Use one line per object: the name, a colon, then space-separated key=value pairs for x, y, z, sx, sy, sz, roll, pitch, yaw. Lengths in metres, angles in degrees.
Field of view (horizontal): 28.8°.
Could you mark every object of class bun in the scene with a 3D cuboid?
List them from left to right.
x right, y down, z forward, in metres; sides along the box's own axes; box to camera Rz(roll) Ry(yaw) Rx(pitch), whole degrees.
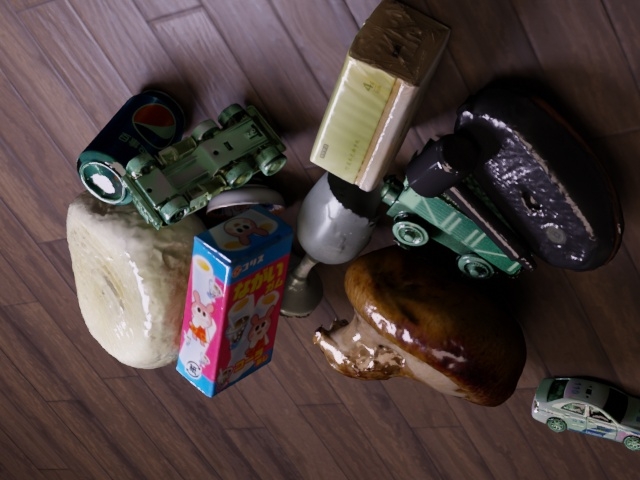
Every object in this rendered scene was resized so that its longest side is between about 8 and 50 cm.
bun: x=-0.305 y=0.049 z=2.248 sx=0.349 sy=0.227 sz=0.352 roll=58 pitch=147 yaw=23

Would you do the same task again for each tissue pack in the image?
tissue pack: x=0.086 y=-0.215 z=1.840 sx=0.125 sy=0.159 sz=0.234 roll=26 pitch=140 yaw=3

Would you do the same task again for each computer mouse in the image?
computer mouse: x=0.330 y=-0.097 z=1.853 sx=0.323 sy=0.116 sz=0.183 roll=53 pitch=143 yaw=-5

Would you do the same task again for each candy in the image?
candy: x=-0.147 y=0.105 z=2.116 sx=0.100 sy=0.157 sz=0.306 roll=36 pitch=134 yaw=28

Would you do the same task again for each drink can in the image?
drink can: x=-0.314 y=-0.158 z=2.091 sx=0.118 sy=0.205 sz=0.118 roll=16 pitch=137 yaw=16

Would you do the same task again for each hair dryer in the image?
hair dryer: x=0.241 y=-0.046 z=1.855 sx=0.248 sy=0.070 sz=0.114 roll=47 pitch=151 yaw=-3

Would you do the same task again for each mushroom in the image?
mushroom: x=0.173 y=0.174 z=2.093 sx=0.345 sy=0.260 sz=0.345 roll=40 pitch=177 yaw=2

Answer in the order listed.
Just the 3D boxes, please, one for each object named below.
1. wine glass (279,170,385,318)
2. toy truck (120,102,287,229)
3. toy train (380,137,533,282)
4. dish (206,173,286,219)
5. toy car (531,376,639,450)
wine glass: x=0.000 y=0.000 z=2.127 sx=0.143 sy=0.143 sz=0.321 roll=32 pitch=140 yaw=-4
toy truck: x=-0.190 y=-0.104 z=2.030 sx=0.128 sy=0.259 sz=0.135 roll=51 pitch=151 yaw=16
toy train: x=0.224 y=-0.030 z=1.989 sx=0.269 sy=0.115 sz=0.154 roll=34 pitch=145 yaw=-4
dish: x=-0.132 y=-0.087 z=2.168 sx=0.141 sy=0.078 sz=0.141 roll=-5 pitch=170 yaw=-1
toy car: x=0.488 y=0.296 z=2.196 sx=0.224 sy=0.090 sz=0.076 roll=11 pitch=131 yaw=19
